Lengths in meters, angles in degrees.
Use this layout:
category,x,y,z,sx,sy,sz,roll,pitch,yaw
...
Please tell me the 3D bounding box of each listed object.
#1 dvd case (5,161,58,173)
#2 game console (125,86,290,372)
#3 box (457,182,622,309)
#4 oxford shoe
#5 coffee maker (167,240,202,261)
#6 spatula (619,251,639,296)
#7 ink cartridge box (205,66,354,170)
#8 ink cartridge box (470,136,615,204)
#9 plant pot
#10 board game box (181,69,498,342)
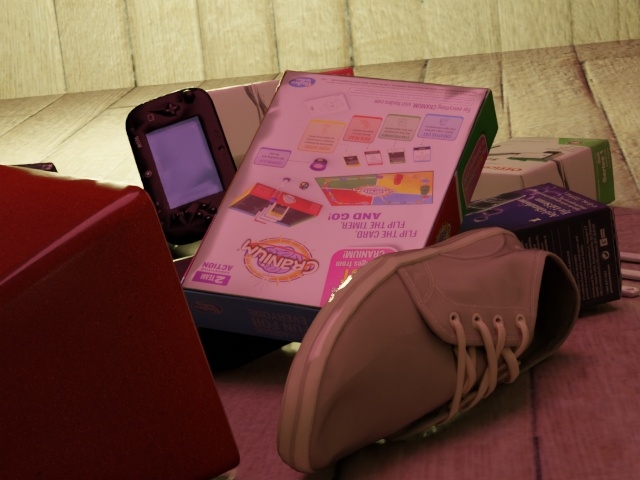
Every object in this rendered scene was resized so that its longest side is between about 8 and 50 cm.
category,x,y,z,sx,sy,sz,roll,pitch,yaw
dvd case,-0.375,-0.015,2.042,0.165,0.221,0.018,-4,50,12
game console,-0.140,-0.016,1.779,0.213,0.044,0.361,-14,57,-10
box,0.197,0.021,1.777,0.207,0.108,0.153,-13,16,-16
oxford shoe,0.110,0.092,1.473,0.130,0.169,0.449,22,25,26
coffee maker,-0.142,0.033,1.880,0.171,0.120,0.178,-14,15,-27
spatula,0.302,0.027,1.917,0.242,0.019,0.168,6,18,43
ink cartridge box,-0.092,-0.168,2.556,0.283,0.117,0.207,-10,-9,-14
ink cartridge box,0.265,-0.072,2.178,0.160,0.092,0.219,4,17,39
plant pot,-0.269,0.111,1.377,0.236,0.267,0.267,-31,25,-33
board game box,0.023,-0.036,1.694,0.242,0.064,0.316,8,53,23
